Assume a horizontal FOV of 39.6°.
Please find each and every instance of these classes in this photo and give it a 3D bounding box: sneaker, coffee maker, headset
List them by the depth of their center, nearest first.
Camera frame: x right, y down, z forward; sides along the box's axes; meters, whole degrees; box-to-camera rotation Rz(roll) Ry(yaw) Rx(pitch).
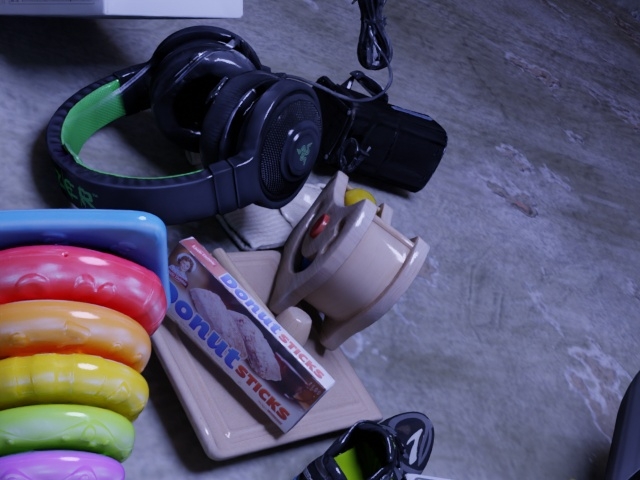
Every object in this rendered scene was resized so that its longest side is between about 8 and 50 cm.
[{"bbox_3d":[0.053,0.199,0.810,0.188,0.078,0.067,-11,57,-51],"label":"sneaker"},{"bbox_3d":[-0.089,-0.156,0.917,0.394,0.185,0.243,-24,43,-25],"label":"headset"},{"bbox_3d":[0.076,-0.128,1.209,0.178,0.120,0.171,13,48,-34],"label":"coffee maker"}]

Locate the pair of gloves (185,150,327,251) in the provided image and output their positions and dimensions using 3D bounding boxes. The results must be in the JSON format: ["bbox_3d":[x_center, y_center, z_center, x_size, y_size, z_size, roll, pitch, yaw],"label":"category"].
[{"bbox_3d":[-0.066,-0.084,1.081,0.204,0.042,0.240,-3,51,-46],"label":"pair of gloves"}]

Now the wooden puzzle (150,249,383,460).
[{"bbox_3d":[-0.071,0.101,0.852,0.238,0.044,0.221,3,46,-48],"label":"wooden puzzle"}]

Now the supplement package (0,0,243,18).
[{"bbox_3d":[-0.247,-0.345,0.976,0.262,0.198,0.199,11,16,36],"label":"supplement package"}]

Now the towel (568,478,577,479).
[{"bbox_3d":[0.278,0.296,0.970,0.083,0.009,0.060,-10,56,-49],"label":"towel"}]

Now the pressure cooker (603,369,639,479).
[{"bbox_3d":[0.431,0.293,0.794,0.370,0.376,0.420,37,30,9],"label":"pressure cooker"}]

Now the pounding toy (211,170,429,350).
[{"bbox_3d":[0.000,0.000,0.867,0.155,0.154,0.269,36,26,-13],"label":"pounding toy"}]

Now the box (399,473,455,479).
[{"bbox_3d":[0.146,0.344,0.712,0.169,0.087,0.290,18,38,-28],"label":"box"}]

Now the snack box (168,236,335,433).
[{"bbox_3d":[-0.071,0.081,0.766,0.178,0.064,0.022,44,29,9],"label":"snack box"}]

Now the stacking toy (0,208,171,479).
[{"bbox_3d":[-0.186,0.136,0.619,0.165,0.175,0.302,-2,63,-9],"label":"stacking toy"}]
